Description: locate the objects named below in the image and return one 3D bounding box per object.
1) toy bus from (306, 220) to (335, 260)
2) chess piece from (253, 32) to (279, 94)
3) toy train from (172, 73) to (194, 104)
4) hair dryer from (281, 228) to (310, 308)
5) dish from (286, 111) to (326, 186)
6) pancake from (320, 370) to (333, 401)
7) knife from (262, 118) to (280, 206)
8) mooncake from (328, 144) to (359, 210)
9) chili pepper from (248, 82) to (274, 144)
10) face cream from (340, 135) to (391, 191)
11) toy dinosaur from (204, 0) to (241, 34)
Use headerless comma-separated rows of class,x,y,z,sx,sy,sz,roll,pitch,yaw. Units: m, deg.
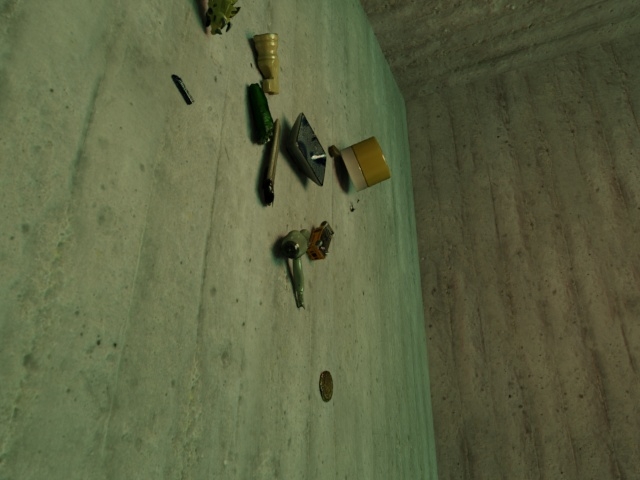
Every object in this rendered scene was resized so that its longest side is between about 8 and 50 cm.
toy bus,0.000,0.000,1.789,0.069,0.074,0.162,55,35,-31
chess piece,-0.182,-0.621,1.652,0.090,0.090,0.200,-42,130,-63
toy train,-0.357,-0.394,1.213,0.017,0.017,0.083,-75,145,-48
hair dryer,-0.070,0.069,1.632,0.229,0.092,0.267,-73,159,-57
dish,-0.062,-0.338,1.788,0.243,0.080,0.182,56,33,-46
pancake,0.023,0.527,1.688,0.115,0.011,0.115,-11,90,-67
knife,-0.164,-0.273,1.579,0.089,0.043,0.365,108,-13,-56
mooncake,0.124,-0.294,2.229,0.150,0.057,0.347,-40,117,-60
chili pepper,-0.196,-0.417,1.543,0.108,0.062,0.216,131,-52,-76
face cream,0.216,-0.366,2.235,0.218,0.179,0.218,-22,90,-83
toy dinosaur,-0.259,-0.725,1.334,0.153,0.259,0.094,52,21,5
